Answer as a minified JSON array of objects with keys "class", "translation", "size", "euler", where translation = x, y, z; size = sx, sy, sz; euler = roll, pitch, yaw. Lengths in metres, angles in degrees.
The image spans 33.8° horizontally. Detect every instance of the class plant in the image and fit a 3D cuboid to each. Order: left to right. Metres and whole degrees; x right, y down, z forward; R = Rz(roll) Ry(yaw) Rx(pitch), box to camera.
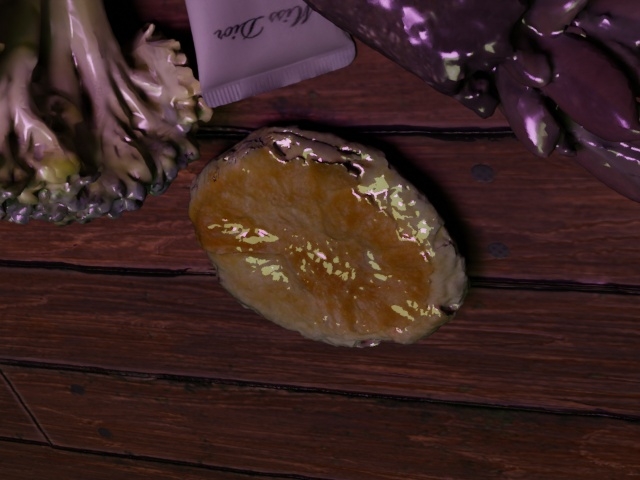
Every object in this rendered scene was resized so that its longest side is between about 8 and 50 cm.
[{"class":"plant","translation":[0.140,-0.168,0.730],"size":[0.320,0.194,0.182],"euler":[28,105,5]}]

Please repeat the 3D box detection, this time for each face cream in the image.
[{"class":"face cream","translation":[-0.067,-0.253,0.843],"size":[0.143,0.089,0.314],"euler":[-20,134,-4]}]

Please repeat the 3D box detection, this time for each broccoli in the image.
[{"class":"broccoli","translation":[-0.266,-0.157,0.921],"size":[0.347,0.293,0.281],"euler":[10,99,1]}]

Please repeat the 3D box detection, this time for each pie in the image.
[{"class":"pie","translation":[0.000,0.000,1.079],"size":[0.306,0.071,0.306],"euler":[12,133,13]}]
